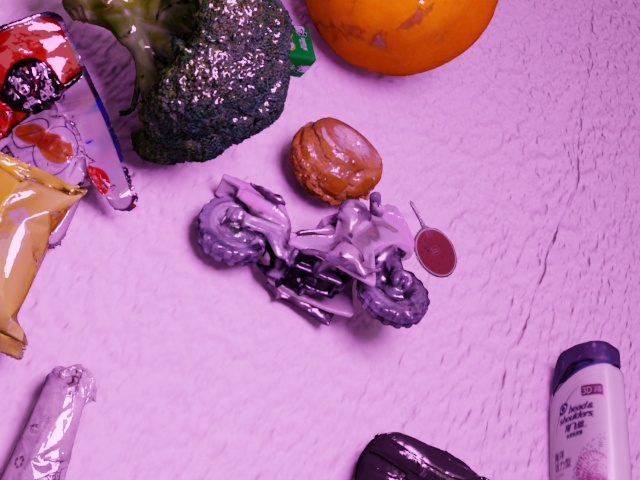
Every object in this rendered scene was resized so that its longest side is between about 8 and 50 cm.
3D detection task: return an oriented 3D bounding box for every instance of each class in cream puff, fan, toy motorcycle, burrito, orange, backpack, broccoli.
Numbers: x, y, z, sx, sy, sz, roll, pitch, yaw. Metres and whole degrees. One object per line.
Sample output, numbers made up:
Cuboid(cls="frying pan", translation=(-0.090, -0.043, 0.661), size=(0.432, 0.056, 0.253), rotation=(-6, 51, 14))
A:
Cuboid(cls="cream puff", translation=(0.016, -0.109, 1.261), size=(0.143, 0.103, 0.126), rotation=(22, 36, -40))
Cuboid(cls="fan", translation=(0.171, -0.004, 1.382), size=(0.085, 0.005, 0.133), rotation=(-16, 78, -39))
Cuboid(cls="toy motorcycle", translation=(0.000, 0.000, 1.184), size=(0.326, 0.143, 0.188), rotation=(22, 46, -7))
Cuboid(cls="burrito", translation=(-0.286, 0.221, 0.912), size=(0.064, 0.064, 0.203), rotation=(29, 54, -20))
Cuboid(cls="orange", translation=(0.124, -0.410, 1.363), size=(0.312, 0.312, 0.312), rotation=(16, 59, -28))
Cuboid(cls="backpack", translation=(0.123, 0.314, 1.124), size=(0.165, 0.106, 0.120), rotation=(35, 72, 5))
Cuboid(cls="broccoli", translation=(-0.172, -0.238, 1.098), size=(0.297, 0.298, 0.298), rotation=(32, 51, 1))

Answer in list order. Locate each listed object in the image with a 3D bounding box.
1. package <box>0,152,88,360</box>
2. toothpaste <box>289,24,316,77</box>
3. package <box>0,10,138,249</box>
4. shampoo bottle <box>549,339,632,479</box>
Cuboid(cls="package", translation=(-0.360, 0.004, 0.937), size=(0.168, 0.090, 0.226), rotation=(22, 68, -13))
Cuboid(cls="toothpaste", translation=(-0.132, -0.295, 1.287), size=(0.266, 0.050, 0.065), rotation=(2, 64, -35))
Cuboid(cls="package", translation=(-0.337, -0.129, 1.050), size=(0.194, 0.071, 0.269), rotation=(-30, 82, -33))
Cuboid(cls="shampoo bottle", translation=(0.388, 0.327, 1.282), size=(0.078, 0.134, 0.360), rotation=(24, 53, -23))
